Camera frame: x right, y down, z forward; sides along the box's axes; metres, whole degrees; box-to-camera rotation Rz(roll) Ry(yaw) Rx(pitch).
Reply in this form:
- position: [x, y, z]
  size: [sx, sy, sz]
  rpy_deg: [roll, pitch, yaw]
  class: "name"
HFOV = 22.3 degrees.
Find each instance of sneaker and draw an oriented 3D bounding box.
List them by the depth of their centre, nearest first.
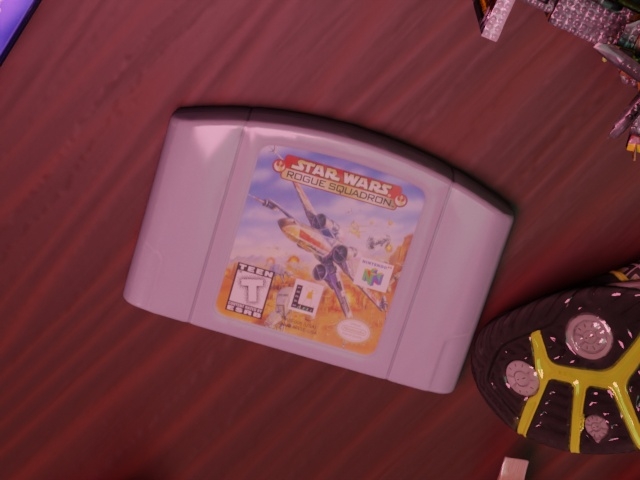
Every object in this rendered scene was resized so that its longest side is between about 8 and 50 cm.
- position: [0.305, 0.069, 1.324]
  size: [0.384, 0.147, 0.145]
  rpy_deg: [-18, 96, 30]
  class: "sneaker"

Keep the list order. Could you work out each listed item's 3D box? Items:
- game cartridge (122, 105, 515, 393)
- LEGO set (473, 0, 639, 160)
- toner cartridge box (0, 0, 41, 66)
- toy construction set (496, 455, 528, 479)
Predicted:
- position: [0.000, 0.000, 1.358]
  size: [0.297, 0.062, 0.198]
  rpy_deg: [16, 113, -3]
  class: "game cartridge"
- position: [0.187, -0.237, 1.190]
  size: [0.331, 0.192, 0.255]
  rpy_deg: [30, 108, -8]
  class: "LEGO set"
- position: [-0.313, -0.202, 1.288]
  size: [0.165, 0.075, 0.348]
  rpy_deg: [34, 107, -8]
  class: "toner cartridge box"
- position: [0.295, 0.241, 1.351]
  size: [0.309, 0.257, 0.237]
  rpy_deg: [14, 98, 4]
  class: "toy construction set"
